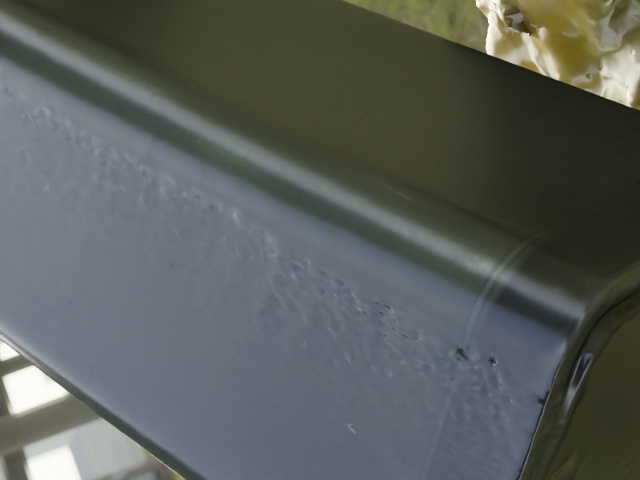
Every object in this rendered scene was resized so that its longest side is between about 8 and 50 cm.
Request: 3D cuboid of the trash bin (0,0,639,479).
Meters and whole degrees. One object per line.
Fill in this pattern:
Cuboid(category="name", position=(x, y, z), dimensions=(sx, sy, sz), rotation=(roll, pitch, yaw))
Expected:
Cuboid(category="trash bin", position=(0.000, 0.000, 0.447), dimensions=(0.240, 0.164, 0.122), rotation=(28, 118, 27))

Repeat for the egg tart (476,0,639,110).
Cuboid(category="egg tart", position=(0.245, -0.079, 0.623), dimensions=(0.351, 0.339, 0.153), rotation=(77, 170, -52))
